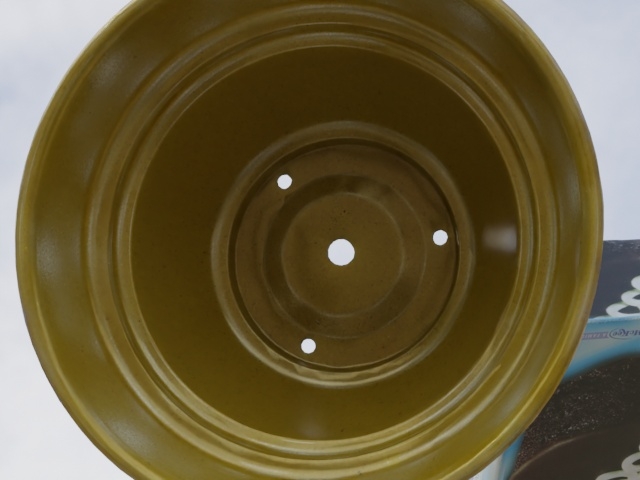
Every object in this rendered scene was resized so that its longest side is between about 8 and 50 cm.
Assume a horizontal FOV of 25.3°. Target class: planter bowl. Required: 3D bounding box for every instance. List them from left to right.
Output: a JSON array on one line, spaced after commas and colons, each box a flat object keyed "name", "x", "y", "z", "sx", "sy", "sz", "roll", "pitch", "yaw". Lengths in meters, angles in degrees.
[{"name": "planter bowl", "x": 0.000, "y": 0.000, "z": 0.551, "sx": 0.217, "sy": 0.217, "sz": 0.090, "roll": -3, "pitch": -8, "yaw": 12}]

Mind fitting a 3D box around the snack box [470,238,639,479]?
[{"name": "snack box", "x": 0.224, "y": 0.083, "z": 0.659, "sx": 0.322, "sy": 0.060, "sz": 0.187, "roll": -4, "pitch": -53, "yaw": -11}]
